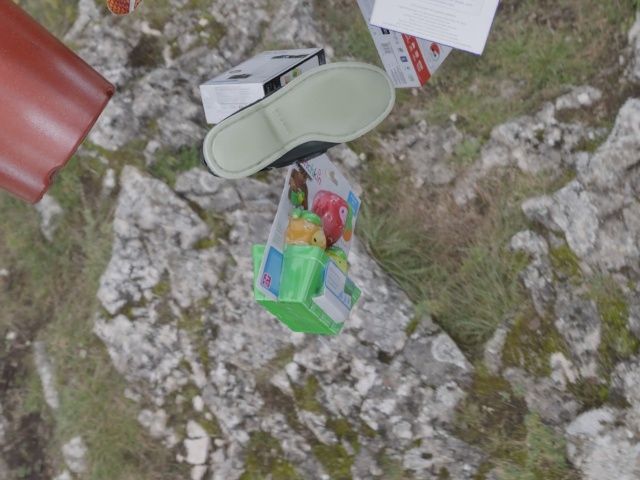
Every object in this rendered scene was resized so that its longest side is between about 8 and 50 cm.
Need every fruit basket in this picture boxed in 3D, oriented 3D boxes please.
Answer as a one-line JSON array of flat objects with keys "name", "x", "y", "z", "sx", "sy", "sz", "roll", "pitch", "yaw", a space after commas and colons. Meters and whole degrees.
[{"name": "fruit basket", "x": 0.000, "y": 0.000, "z": 1.727, "sx": 0.165, "sy": 0.327, "sz": 0.353, "roll": 8, "pitch": 67, "yaw": 29}]

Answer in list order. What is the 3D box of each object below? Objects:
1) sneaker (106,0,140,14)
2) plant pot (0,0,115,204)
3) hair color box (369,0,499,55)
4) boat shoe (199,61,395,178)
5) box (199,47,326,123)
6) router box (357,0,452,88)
[{"name": "sneaker", "x": -0.262, "y": -0.417, "z": 1.305, "sx": 0.175, "sy": 0.064, "sz": 0.067, "roll": -37, "pitch": 28, "yaw": 5}, {"name": "plant pot", "x": -0.440, "y": -0.200, "z": 1.143, "sx": 0.272, "sy": 0.265, "sz": 0.272, "roll": -47, "pitch": 20, "yaw": 22}, {"name": "hair color box", "x": 0.211, "y": -0.474, "z": 1.303, "sx": 0.185, "sy": 0.110, "sz": 0.339, "roll": 18, "pitch": 110, "yaw": 7}, {"name": "boat shoe", "x": -0.041, "y": -0.184, "z": 1.348, "sx": 0.340, "sy": 0.113, "sz": 0.127, "roll": -32, "pitch": 101, "yaw": -22}, {"name": "box", "x": -0.120, "y": -0.350, "z": 1.913, "sx": 0.169, "sy": 0.290, "sz": 0.087, "roll": 4, "pitch": 117, "yaw": 29}, {"name": "router box", "x": 0.205, "y": -0.561, "z": 1.894, "sx": 0.082, "sy": 0.335, "sz": 0.301, "roll": 5, "pitch": 46, "yaw": 40}]
